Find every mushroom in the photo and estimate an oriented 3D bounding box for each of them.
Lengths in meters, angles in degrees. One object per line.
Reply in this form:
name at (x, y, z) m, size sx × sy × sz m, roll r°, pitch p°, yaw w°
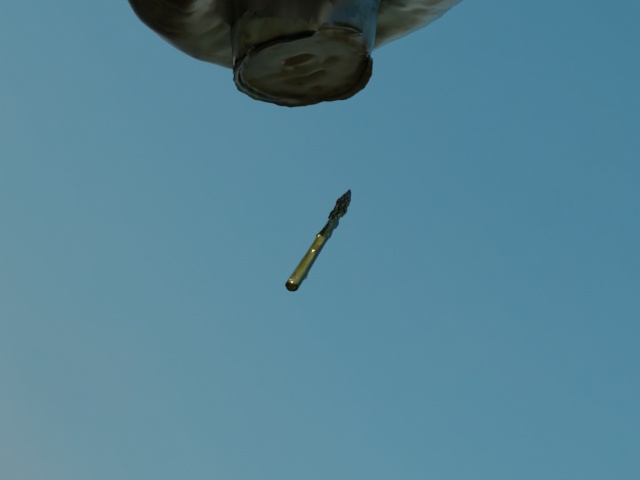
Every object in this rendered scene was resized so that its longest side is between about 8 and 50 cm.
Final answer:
mushroom at (-0.015, -0.264, 1.652) m, size 0.352 × 0.260 × 0.352 m, roll -2°, pitch -19°, yaw -1°

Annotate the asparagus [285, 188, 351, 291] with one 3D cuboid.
asparagus at (0.000, 0.000, 1.647) m, size 0.014 × 0.114 × 0.015 m, roll 36°, pitch -33°, yaw -8°
